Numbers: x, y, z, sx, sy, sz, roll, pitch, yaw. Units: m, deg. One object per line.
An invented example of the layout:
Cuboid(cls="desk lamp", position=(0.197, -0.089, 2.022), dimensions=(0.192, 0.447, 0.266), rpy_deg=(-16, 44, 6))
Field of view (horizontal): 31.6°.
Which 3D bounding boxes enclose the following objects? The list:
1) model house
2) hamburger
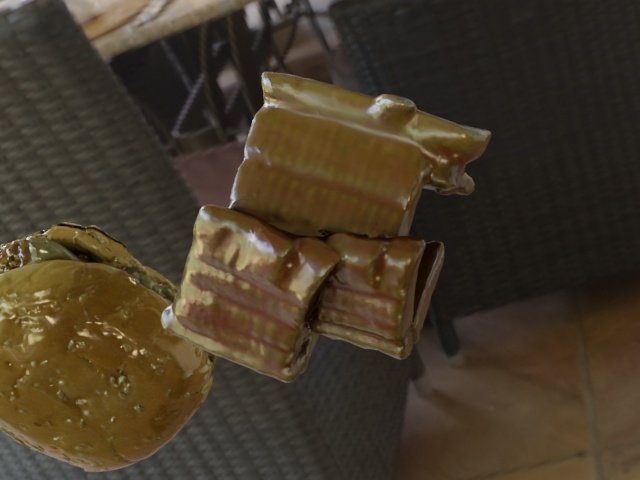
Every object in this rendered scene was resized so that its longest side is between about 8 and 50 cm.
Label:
Cuboid(cls="model house", position=(0.001, -0.002, 0.865), dimensions=(0.200, 0.229, 0.219), rpy_deg=(21, 2, 12))
Cuboid(cls="hamburger", position=(-0.261, 0.122, 1.227), dimensions=(0.259, 0.283, 0.144), rpy_deg=(-48, 17, 31))
